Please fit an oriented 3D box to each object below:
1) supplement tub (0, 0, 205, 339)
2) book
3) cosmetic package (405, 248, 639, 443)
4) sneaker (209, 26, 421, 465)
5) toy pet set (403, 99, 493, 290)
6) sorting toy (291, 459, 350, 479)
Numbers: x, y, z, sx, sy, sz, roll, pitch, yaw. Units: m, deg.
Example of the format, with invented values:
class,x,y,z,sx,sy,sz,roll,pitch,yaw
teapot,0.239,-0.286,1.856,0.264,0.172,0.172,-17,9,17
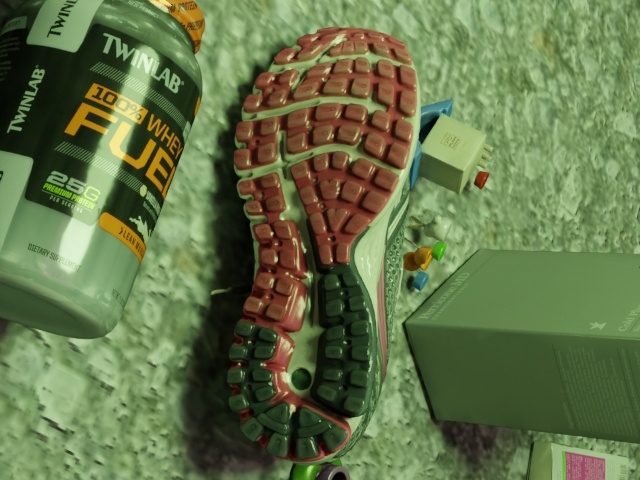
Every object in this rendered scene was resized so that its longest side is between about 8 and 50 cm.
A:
class,x,y,z,sx,sy,sz,roll,pitch,yaw
supplement tub,-0.135,-0.052,0.743,0.117,0.117,0.190,35,66,-44
book,0.235,0.237,1.238,0.144,0.035,0.096,19,74,-47
cosmetic package,0.199,0.077,1.038,0.127,0.238,0.107,-41,124,-43
sneaker,0.000,0.000,0.918,0.112,0.121,0.299,48,51,-73
toy pet set,0.080,-0.046,1.048,0.122,0.065,0.114,-57,165,-27
sorting toy,0.008,0.198,0.970,0.061,0.042,0.102,25,72,-46
